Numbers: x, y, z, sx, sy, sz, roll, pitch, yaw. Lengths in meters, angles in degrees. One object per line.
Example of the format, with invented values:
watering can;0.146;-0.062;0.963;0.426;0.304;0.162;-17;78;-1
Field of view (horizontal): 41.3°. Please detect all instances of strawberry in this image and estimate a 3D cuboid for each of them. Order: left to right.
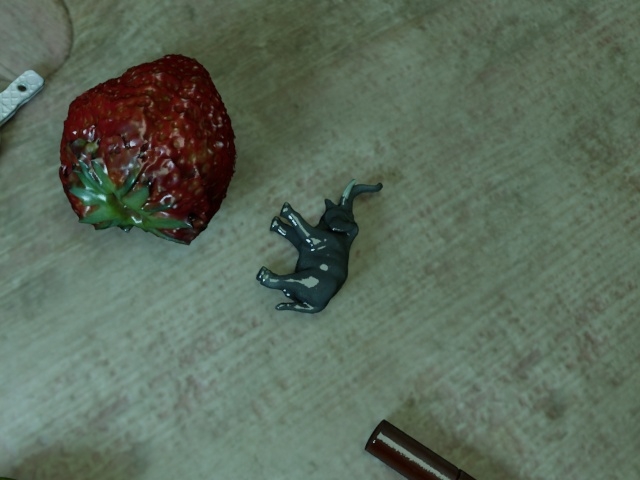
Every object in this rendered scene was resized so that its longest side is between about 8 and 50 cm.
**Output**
strawberry;-0.233;-0.149;1.204;0.250;0.238;0.288;24;57;-8

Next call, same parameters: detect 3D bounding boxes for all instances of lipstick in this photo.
lipstick;0.224;0.375;1.207;0.357;0.057;0.057;33;67;0

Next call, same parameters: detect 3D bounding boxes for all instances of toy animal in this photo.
toy animal;-0.008;-0.006;1.285;0.137;0.082;0.269;26;63;-5

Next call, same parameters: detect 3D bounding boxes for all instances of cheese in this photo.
cheese;-0.503;-0.163;1.245;0.127;0.054;0.251;39;66;4

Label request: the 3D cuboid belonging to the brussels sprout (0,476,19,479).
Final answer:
brussels sprout;-0.398;0.388;1.004;0.223;0.161;0.223;3;77;-14
